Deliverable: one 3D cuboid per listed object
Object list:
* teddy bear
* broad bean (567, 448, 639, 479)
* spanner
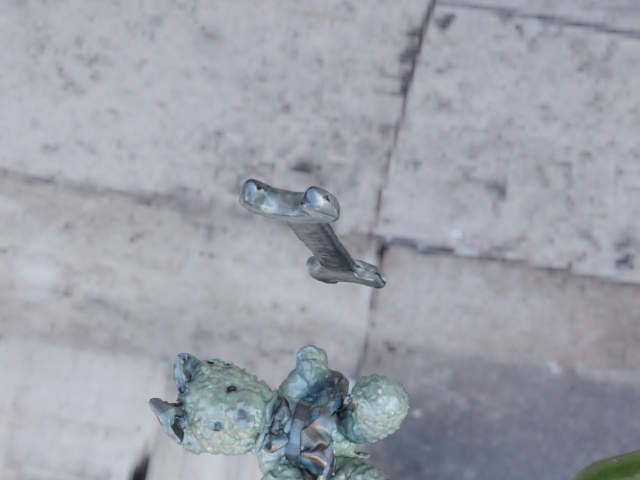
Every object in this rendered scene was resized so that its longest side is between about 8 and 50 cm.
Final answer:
[{"bbox_3d":[-0.026,0.153,1.505,0.213,0.133,0.111,14,170,14],"label":"teddy bear"},{"bbox_3d":[0.255,0.206,1.388,0.318,0.056,0.098,-16,98,12],"label":"broad bean"},{"bbox_3d":[0.000,0.000,1.012,0.054,0.015,0.254,8,171,10],"label":"spanner"}]
